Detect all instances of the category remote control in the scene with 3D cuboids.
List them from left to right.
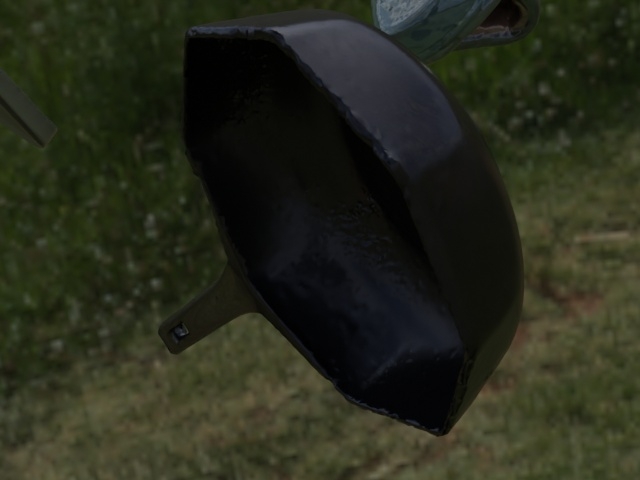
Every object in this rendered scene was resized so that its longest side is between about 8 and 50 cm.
[{"bbox_3d":[-0.244,-0.116,1.233,0.077,0.245,0.022,31,82,13],"label":"remote control"}]

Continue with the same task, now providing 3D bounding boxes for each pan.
[{"bbox_3d":[-0.006,-0.015,0.529,0.048,0.128,0.202,-30,21,-25],"label":"pan"}]

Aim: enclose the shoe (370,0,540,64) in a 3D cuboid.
[{"bbox_3d":[0.073,-0.128,0.895,0.079,0.078,0.195,-34,17,19],"label":"shoe"}]
